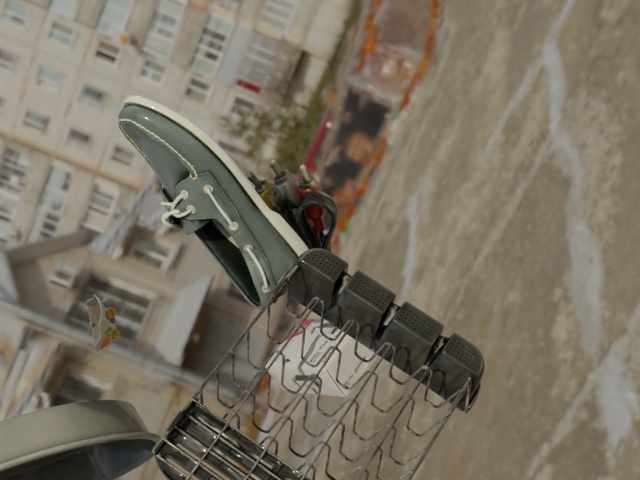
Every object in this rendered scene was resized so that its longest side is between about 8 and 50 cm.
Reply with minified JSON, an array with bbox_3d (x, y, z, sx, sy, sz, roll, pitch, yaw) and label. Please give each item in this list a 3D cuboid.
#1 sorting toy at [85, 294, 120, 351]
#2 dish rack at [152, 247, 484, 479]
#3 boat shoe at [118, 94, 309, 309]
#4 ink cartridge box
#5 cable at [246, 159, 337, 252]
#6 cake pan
[{"bbox_3d":[-0.347,0.121,1.732,0.075,0.044,0.083,95,161,-64],"label":"sorting toy"},{"bbox_3d":[0.001,0.145,0.914,0.271,0.208,0.074,-52,-11,-31],"label":"dish rack"},{"bbox_3d":[-0.144,-0.044,1.363,0.099,0.319,0.116,-51,19,-21],"label":"boat shoe"},{"bbox_3d":[0.004,0.159,1.504,0.135,0.056,0.099,-5,37,49],"label":"ink cartridge box"},{"bbox_3d":[0.000,0.000,1.653,0.139,0.287,0.072,-3,44,34],"label":"cable"},{"bbox_3d":[-0.323,0.251,1.228,0.293,0.293,0.054,122,131,-61],"label":"cake pan"}]
